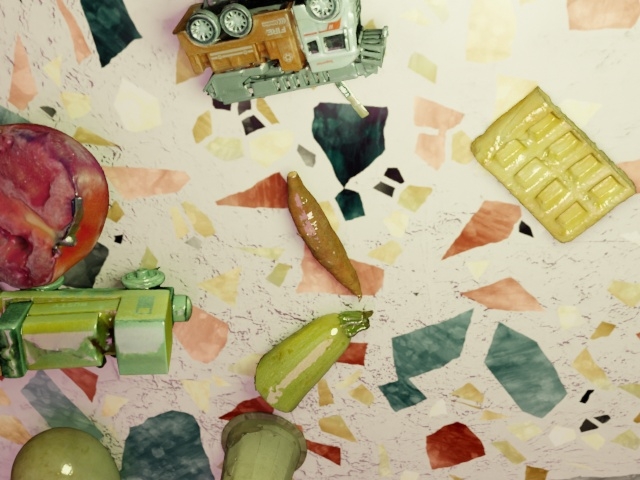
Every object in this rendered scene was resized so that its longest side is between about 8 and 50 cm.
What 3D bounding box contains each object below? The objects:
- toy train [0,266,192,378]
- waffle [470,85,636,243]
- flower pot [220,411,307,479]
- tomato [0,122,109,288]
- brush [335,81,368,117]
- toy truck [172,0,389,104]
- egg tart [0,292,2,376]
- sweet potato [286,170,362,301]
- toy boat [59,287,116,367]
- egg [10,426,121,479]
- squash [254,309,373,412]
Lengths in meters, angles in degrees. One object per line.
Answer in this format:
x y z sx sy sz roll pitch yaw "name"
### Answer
-0.458 0.161 1.440 0.397 0.253 0.160 0 111 -7 "toy train"
0.417 -0.126 1.307 0.274 0.057 0.168 41 117 -15 "waffle"
-0.152 0.534 1.673 0.212 0.202 0.212 5 117 9 "flower pot"
-0.534 -0.089 1.396 0.290 0.176 0.335 35 120 11 "tomato"
0.056 -0.254 1.311 0.016 0.013 0.083 -34 111 21 "brush"
-0.053 -0.337 1.216 0.338 0.133 0.184 -6 128 14 "toy truck"
-0.850 0.214 1.626 0.345 0.132 0.345 4 122 6 "egg tart"
0.000 0.000 1.425 0.072 0.066 0.314 -33 113 -11 "sweet potato"
-0.523 0.190 1.611 0.104 0.052 0.210 -11 117 15 "toy boat"
-0.595 0.577 1.742 0.218 0.218 0.295 -27 120 20 "egg"
-0.016 0.219 1.541 0.137 0.137 0.287 37 105 -13 "squash"
